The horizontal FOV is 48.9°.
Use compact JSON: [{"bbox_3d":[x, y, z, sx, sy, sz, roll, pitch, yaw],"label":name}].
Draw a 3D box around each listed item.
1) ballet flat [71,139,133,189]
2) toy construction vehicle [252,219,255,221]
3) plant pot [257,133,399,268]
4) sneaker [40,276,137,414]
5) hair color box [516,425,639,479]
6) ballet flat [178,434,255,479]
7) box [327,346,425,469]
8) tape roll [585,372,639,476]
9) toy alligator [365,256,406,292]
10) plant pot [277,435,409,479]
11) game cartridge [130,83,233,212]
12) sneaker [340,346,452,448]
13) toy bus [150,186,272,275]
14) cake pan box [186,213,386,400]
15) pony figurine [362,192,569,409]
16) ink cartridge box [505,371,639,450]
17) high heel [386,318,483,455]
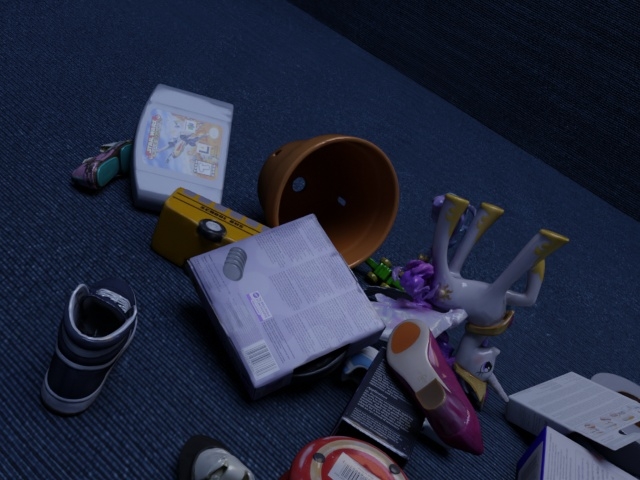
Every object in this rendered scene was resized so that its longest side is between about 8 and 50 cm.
[{"bbox_3d":[-0.440,-0.164,1.463,0.079,0.077,0.221,11,26,13],"label":"ballet flat"},{"bbox_3d":[-0.159,-0.013,1.480,0.086,0.035,0.098,30,24,31],"label":"toy construction vehicle"},{"bbox_3d":[-0.006,-0.099,1.509,0.291,0.291,0.203,8,15,-31],"label":"plant pot"},{"bbox_3d":[-0.312,0.104,1.022,0.099,0.153,0.282,21,29,-11],"label":"sneaker"},{"bbox_3d":[0.481,0.467,1.125,0.338,0.110,0.185,29,27,8],"label":"hair color box"},{"bbox_3d":[-0.121,0.330,0.857,0.095,0.096,0.280,30,24,-24],"label":"ballet flat"},{"bbox_3d":[0.079,0.284,1.049,0.108,0.153,0.207,30,27,8],"label":"box"},{"bbox_3d":[0.630,0.374,1.439,0.219,0.072,0.219,21,29,-12],"label":"tape roll"},{"bbox_3d":[0.164,0.096,1.545,0.189,0.056,0.051,38,-10,21],"label":"toy alligator"},{"bbox_3d":[0.014,0.353,0.860,0.191,0.174,0.191,19,31,-12],"label":"plant pot"},{"bbox_3d":[-0.295,-0.191,1.489,0.198,0.062,0.297,15,60,-22],"label":"game cartridge"},{"bbox_3d":[0.135,0.278,1.196,0.237,0.085,0.086,38,56,14],"label":"sneaker"},{"bbox_3d":[-0.150,0.027,1.336,0.332,0.108,0.130,25,27,-1],"label":"toy bus"},{"bbox_3d":[-0.057,0.105,1.175,0.245,0.070,0.267,-24,64,-22],"label":"cake pan box"},{"bbox_3d":[0.239,0.102,1.316,0.351,0.363,0.303,22,14,12],"label":"pony figurine"},{"bbox_3d":[0.489,0.326,1.290,0.189,0.066,0.232,-10,22,-31],"label":"ink cartridge box"},{"bbox_3d":[0.170,0.209,1.038,0.117,0.082,0.244,51,3,-23],"label":"high heel"}]
